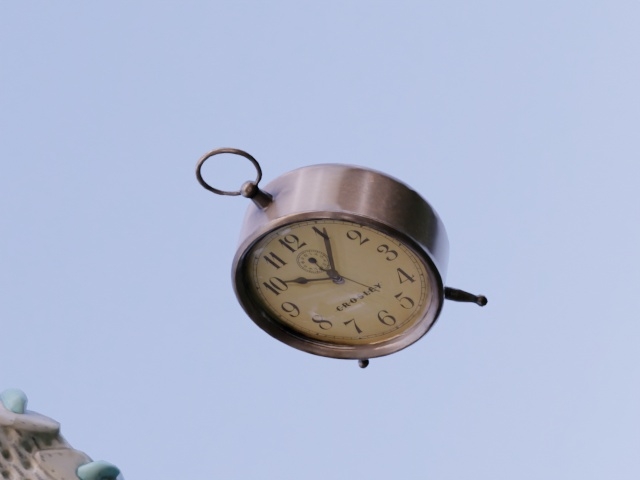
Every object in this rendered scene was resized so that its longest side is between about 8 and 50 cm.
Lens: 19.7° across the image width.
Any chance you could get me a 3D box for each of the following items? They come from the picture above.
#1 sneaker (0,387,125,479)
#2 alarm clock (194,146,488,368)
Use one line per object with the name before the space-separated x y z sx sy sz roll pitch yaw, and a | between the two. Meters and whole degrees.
sneaker | -0.047 0.107 0.455 0.122 0.110 0.283 -28 -108 -7
alarm clock | 0.000 0.000 1.112 0.192 0.129 0.064 37 -139 -29
